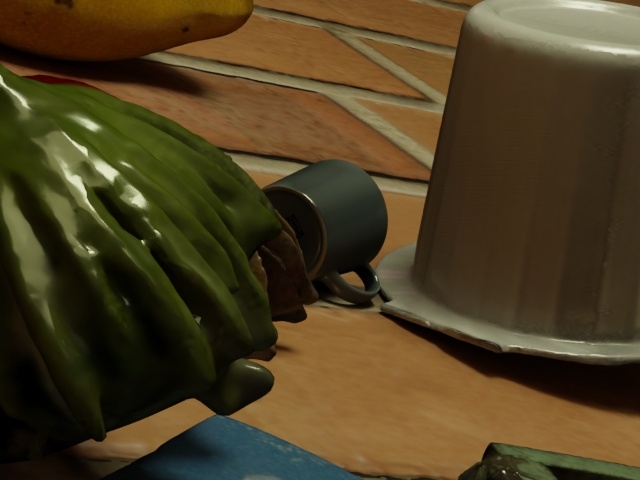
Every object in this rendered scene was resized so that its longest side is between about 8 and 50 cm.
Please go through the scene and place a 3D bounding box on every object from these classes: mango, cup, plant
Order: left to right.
[{"bbox_3d":[-0.164,-0.043,0.869,0.333,0.180,0.251,52,10,-21],"label":"plant"},{"bbox_3d":[-0.208,-0.210,1.666,0.295,0.120,0.177,14,9,-24],"label":"mango"},{"bbox_3d":[0.000,0.000,1.309,0.100,0.078,0.077,54,30,8],"label":"cup"}]

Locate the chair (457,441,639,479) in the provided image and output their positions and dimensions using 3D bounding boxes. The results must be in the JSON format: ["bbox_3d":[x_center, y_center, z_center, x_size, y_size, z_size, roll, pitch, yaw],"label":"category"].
[{"bbox_3d":[0.061,0.161,0.725,0.270,0.136,0.147,10,17,-24],"label":"chair"}]

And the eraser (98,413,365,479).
[{"bbox_3d":[-0.050,0.147,0.806,0.144,0.042,0.312,25,17,17],"label":"eraser"}]

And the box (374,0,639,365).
[{"bbox_3d":[0.177,-0.057,1.369,0.262,0.206,0.291,6,18,-5],"label":"box"}]

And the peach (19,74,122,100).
[{"bbox_3d":[-0.140,-0.058,1.335,0.189,0.068,0.279,31,19,28],"label":"peach"}]

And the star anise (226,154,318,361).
[{"bbox_3d":[-0.106,-0.004,1.155,0.236,0.093,0.229,28,25,20],"label":"star anise"}]
